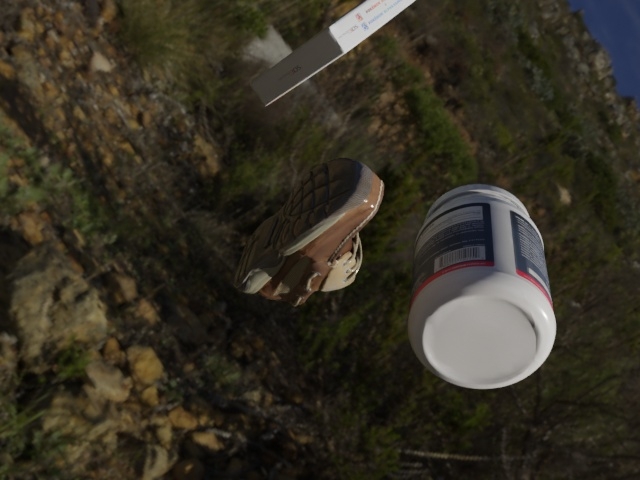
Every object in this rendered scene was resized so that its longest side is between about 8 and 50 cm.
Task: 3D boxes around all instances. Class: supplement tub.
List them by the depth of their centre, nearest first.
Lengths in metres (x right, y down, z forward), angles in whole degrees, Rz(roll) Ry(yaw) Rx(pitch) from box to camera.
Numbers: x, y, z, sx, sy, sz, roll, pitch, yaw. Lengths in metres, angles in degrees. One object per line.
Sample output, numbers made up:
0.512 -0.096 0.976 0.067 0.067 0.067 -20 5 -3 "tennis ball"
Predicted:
0.224 0.057 1.105 0.191 0.191 0.272 62 23 -26 "supplement tub"

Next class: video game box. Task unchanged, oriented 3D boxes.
0.017 -0.288 1.128 0.205 0.187 0.048 -20 -73 53 "video game box"

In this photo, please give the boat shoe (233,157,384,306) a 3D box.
0.000 0.000 0.981 0.116 0.123 0.324 28 -28 -15 "boat shoe"
